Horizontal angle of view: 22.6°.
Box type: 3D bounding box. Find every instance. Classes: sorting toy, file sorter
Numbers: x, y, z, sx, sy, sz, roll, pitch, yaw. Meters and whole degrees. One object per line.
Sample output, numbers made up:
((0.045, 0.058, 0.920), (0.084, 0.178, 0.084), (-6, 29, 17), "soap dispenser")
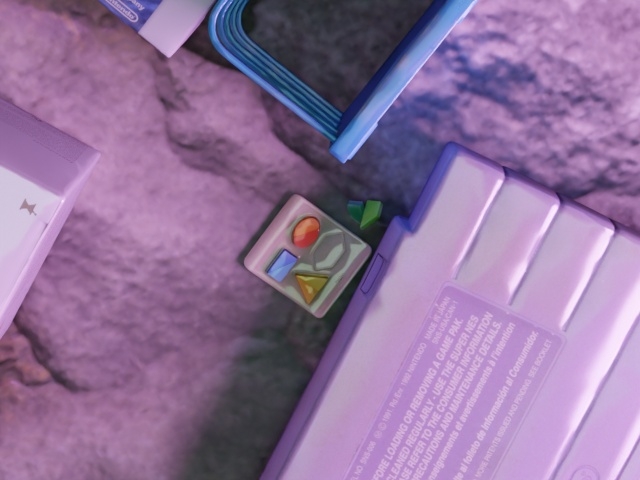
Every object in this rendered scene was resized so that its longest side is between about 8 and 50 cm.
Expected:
((0.000, 0.000, 0.991), (0.062, 0.012, 0.083), (36, 99, -7), "sorting toy")
((0.013, -0.129, 0.889), (0.104, 0.170, 0.118), (39, 98, -4), "file sorter")

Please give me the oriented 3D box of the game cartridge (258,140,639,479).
((0.094, 0.140, 0.999), (0.230, 0.068, 0.355), (27, 100, -2), "game cartridge")

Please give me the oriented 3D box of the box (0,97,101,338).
((-0.201, -0.005, 0.908), (0.091, 0.170, 0.130), (29, 99, -6), "box")

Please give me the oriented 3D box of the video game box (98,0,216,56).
((-0.110, -0.228, 0.884), (0.205, 0.048, 0.187), (38, 129, -7), "video game box")
